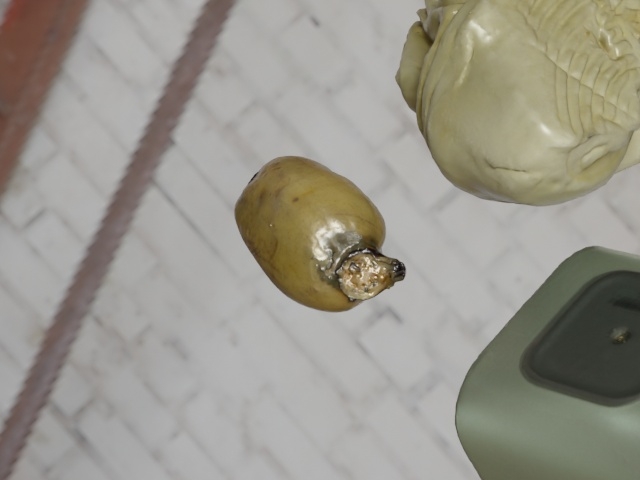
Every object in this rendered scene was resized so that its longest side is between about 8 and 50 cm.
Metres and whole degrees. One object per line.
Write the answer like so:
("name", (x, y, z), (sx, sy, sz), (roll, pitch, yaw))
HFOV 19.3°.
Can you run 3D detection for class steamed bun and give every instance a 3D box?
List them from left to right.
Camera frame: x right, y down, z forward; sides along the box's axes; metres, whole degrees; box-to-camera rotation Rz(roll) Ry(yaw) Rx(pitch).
("steamed bun", (0.192, -0.151, 1.770), (0.276, 0.203, 0.289), (9, 58, -34))

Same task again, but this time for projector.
("projector", (0.307, 0.170, 1.670), (0.249, 0.248, 0.249), (14, -38, 49))

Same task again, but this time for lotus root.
("lotus root", (0.000, 0.000, 1.798), (0.221, 0.118, 0.125), (42, -25, 41))
